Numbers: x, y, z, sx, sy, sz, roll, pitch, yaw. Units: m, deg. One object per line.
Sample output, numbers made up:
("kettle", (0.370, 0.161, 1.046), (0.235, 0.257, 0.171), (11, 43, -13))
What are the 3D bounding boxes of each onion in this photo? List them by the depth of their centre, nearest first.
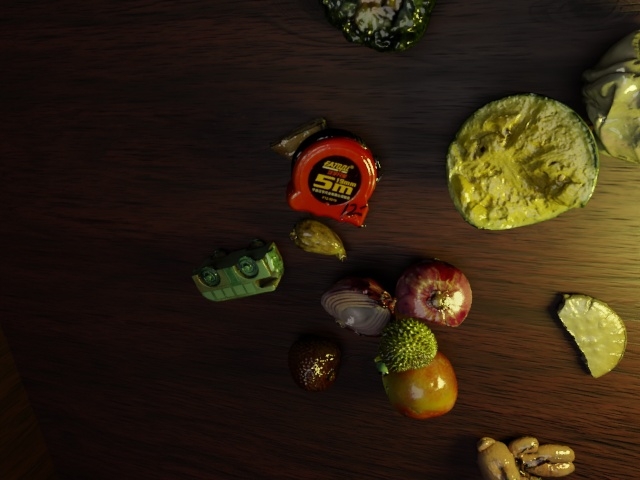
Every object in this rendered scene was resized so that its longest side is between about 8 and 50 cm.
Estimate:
("onion", (0.326, 0.143, 1.257), (0.207, 0.200, 0.200), (19, 119, 29))
("onion", (0.145, 0.182, 1.332), (0.227, 0.120, 0.283), (40, 145, -14))

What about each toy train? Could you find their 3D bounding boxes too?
("toy train", (-0.275, 0.106, 1.462), (0.326, 0.129, 0.159), (-14, 114, 22))

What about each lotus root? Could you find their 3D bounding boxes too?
("lotus root", (0.000, 0.000, 1.348), (0.191, 0.094, 0.108), (22, 151, -3))

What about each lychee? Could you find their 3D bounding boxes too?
("lychee", (-0.023, 0.417, 1.485), (0.194, 0.194, 0.194), (7, 115, 15))

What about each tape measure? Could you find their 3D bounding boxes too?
("tape measure", (0.040, -0.175, 1.206), (0.253, 0.114, 0.260), (13, 119, -13))

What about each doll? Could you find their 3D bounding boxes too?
("doll", (0.664, 0.737, 1.416), (0.303, 0.156, 0.201), (-10, 103, 17))

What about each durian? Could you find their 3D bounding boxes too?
("durian", (0.243, 0.297, 1.248), (0.159, 0.146, 0.198), (-3, 157, -16))

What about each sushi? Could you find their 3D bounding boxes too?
("sushi", (0.132, -0.618, 0.981), (0.294, 0.178, 0.352), (18, 116, 12))

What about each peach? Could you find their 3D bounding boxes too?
("peach", (0.310, 0.442, 1.366), (0.231, 0.231, 0.231), (7, 115, 15))

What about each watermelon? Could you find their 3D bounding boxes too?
("watermelon", (0.475, -0.185, 1.051), (0.331, 0.189, 0.330), (10, 108, 32))

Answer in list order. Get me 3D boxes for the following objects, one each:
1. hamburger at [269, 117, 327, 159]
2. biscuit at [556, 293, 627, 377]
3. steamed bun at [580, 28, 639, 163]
("hamburger", (-0.050, -0.273, 1.250), (0.176, 0.087, 0.102), (-24, 122, 14))
("biscuit", (0.775, 0.259, 1.230), (0.141, 0.038, 0.289), (-27, 102, 26))
("steamed bun", (0.671, -0.276, 0.933), (0.280, 0.268, 0.207), (40, 148, 5))
